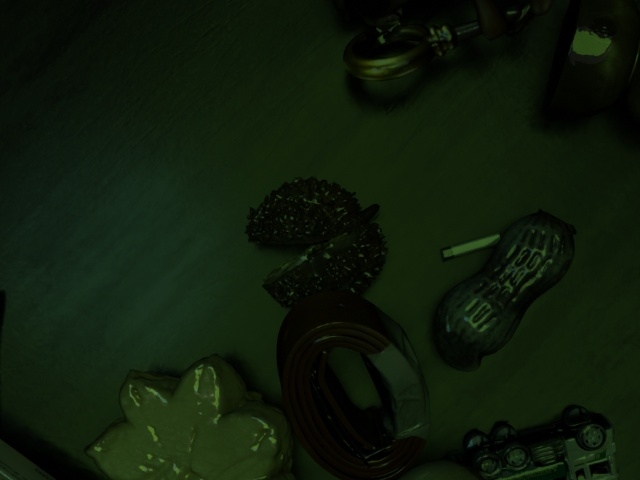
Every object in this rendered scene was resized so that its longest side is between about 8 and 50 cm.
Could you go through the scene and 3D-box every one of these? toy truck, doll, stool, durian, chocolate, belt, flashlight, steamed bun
[{"bbox_3d":[0.286,0.303,1.680,0.216,0.110,0.116,-14,98,0],"label":"toy truck"},{"bbox_3d":[0.171,-0.371,1.702,0.340,0.209,0.318,-3,53,0],"label":"doll"},{"bbox_3d":[0.449,-0.228,1.675,0.264,0.179,0.179,14,86,3],"label":"stool"},{"bbox_3d":[0.000,0.000,1.697,0.196,0.167,0.196,-3,98,-21],"label":"durian"},{"bbox_3d":[0.243,0.065,1.695,0.110,0.110,0.248,41,85,4],"label":"chocolate"},{"bbox_3d":[0.044,0.190,1.643,0.184,0.105,0.261,-29,115,3],"label":"belt"},{"bbox_3d":[0.207,0.009,1.743,0.083,0.018,0.018,-16,87,1],"label":"flashlight"},{"bbox_3d":[-0.156,0.287,1.675,0.295,0.137,0.292,3,96,18],"label":"steamed bun"}]

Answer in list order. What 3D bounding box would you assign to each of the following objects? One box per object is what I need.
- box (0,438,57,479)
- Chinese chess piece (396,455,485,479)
[{"bbox_3d":[-0.433,0.384,1.668,0.353,0.069,0.214,34,109,10],"label":"box"},{"bbox_3d":[0.183,0.399,1.597,0.104,0.257,0.257,-33,85,-18],"label":"Chinese chess piece"}]
